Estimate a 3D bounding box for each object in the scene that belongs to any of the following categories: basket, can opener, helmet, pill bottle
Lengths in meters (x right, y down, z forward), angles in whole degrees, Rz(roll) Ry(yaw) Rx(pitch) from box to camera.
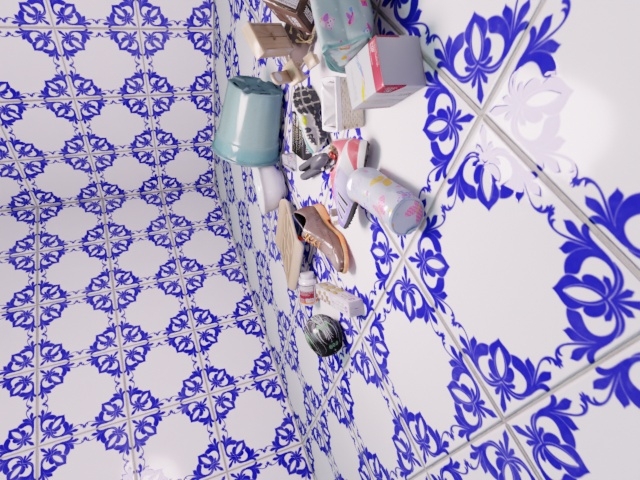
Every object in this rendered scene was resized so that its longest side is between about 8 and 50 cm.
[{"bbox_3d":[0.070,-0.436,1.348,0.113,0.103,0.167,-145,49,-60],"label":"basket"},{"bbox_3d":[-0.032,-0.302,1.666,0.283,0.095,0.076,-16,85,61],"label":"can opener"},{"bbox_3d":[0.010,0.399,1.810,0.169,0.169,0.162,12,127,67],"label":"helmet"},{"bbox_3d":[-0.058,0.224,1.993,0.086,0.086,0.152,-151,55,-62],"label":"pill bottle"}]

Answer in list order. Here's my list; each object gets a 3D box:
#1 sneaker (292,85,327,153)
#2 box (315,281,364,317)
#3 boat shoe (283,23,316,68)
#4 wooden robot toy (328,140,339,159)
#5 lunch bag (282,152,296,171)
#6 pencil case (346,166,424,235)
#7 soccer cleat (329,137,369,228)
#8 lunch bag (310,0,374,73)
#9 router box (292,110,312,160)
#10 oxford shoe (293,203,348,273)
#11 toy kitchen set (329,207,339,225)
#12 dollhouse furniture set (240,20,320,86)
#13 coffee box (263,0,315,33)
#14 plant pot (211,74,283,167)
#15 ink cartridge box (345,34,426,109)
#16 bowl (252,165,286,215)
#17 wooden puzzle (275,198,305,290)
[{"bbox_3d":[-0.052,-0.467,1.631,0.110,0.107,0.275,128,132,-73],"label":"sneaker"},{"bbox_3d":[0.070,0.233,1.713,0.324,0.067,0.063,-162,63,-66],"label":"box"},{"bbox_3d":[-0.065,-0.768,1.514,0.097,0.116,0.324,-118,33,-43],"label":"boat shoe"},{"bbox_3d":[0.070,-0.283,1.472,0.173,0.076,0.079,-129,24,-50],"label":"wooden robot toy"},{"bbox_3d":[-0.145,-0.364,1.978,0.071,0.053,0.083,-142,37,-61],"label":"lunch bag"},{"bbox_3d":[0.179,-0.117,1.218,0.273,0.113,0.124,-133,33,-53],"label":"pencil case"},{"bbox_3d":[0.079,-0.184,1.386,0.109,0.116,0.318,-73,-7,-55],"label":"soccer cleat"},{"bbox_3d":[0.068,-0.595,1.157,0.262,0.160,0.224,-26,-77,-75],"label":"lunch bag"},{"bbox_3d":[-0.078,-0.443,1.782,0.133,0.046,0.179,-131,36,-51],"label":"router box"},{"bbox_3d":[0.000,0.000,1.681,0.130,0.132,0.364,101,149,-42],"label":"oxford shoe"},{"bbox_3d":[0.056,-0.099,1.585,0.075,0.068,0.083,171,89,-68],"label":"toy kitchen set"},{"bbox_3d":[-0.065,-0.717,1.345,0.355,0.173,0.303,-23,98,43],"label":"dollhouse furniture set"},{"bbox_3d":[-0.037,-0.776,1.194,0.297,0.118,0.168,-66,-8,13],"label":"coffee box"},{"bbox_3d":[-0.331,-0.575,2.006,0.341,0.341,0.334,58,142,42],"label":"plant pot"},{"bbox_3d":[0.162,-0.427,1.092,0.176,0.128,0.127,173,87,-68],"label":"ink cartridge box"},{"bbox_3d":[-0.256,-0.280,2.149,0.298,0.134,0.298,169,90,-78],"label":"bowl"},{"bbox_3d":[-0.139,0.017,2.071,0.348,0.080,0.322,-113,25,-44],"label":"wooden puzzle"}]
